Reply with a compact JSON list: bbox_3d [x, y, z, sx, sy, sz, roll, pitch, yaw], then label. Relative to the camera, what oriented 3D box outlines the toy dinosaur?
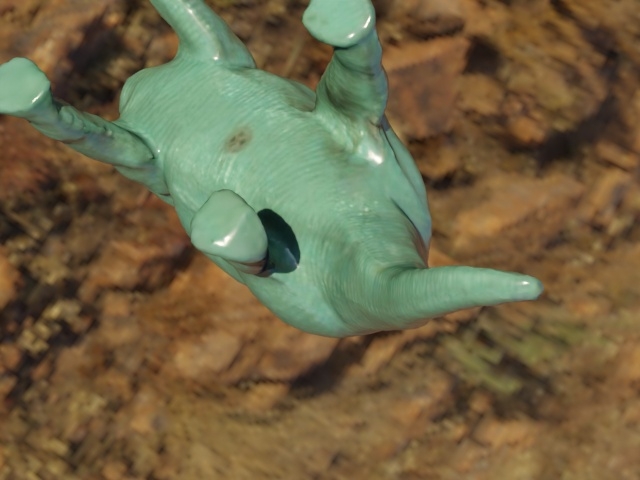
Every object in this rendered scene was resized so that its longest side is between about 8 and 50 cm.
[{"bbox_3d":[0.000,0.000,0.805,0.129,0.383,0.331,-48,145,-7],"label":"toy dinosaur"}]
